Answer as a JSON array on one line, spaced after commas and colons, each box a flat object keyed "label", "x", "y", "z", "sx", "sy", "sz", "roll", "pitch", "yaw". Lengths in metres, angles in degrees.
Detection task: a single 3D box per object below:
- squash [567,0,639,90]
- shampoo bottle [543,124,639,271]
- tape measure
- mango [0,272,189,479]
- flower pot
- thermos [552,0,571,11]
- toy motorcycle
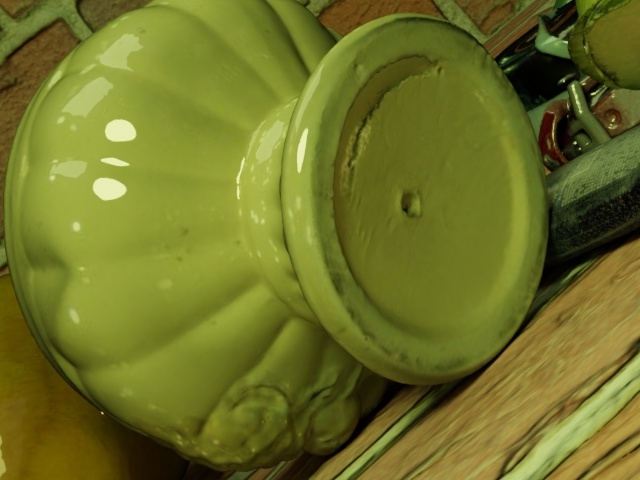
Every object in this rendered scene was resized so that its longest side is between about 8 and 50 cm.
[{"label": "squash", "x": 0.237, "y": -0.171, "z": 1.040, "sx": 0.220, "sy": 0.133, "sz": 0.220, "roll": -13, "pitch": -12, "yaw": -3}, {"label": "shampoo bottle", "x": 0.169, "y": -0.025, "z": 1.152, "sx": 0.087, "sy": 0.049, "sz": 0.233, "roll": -48, "pitch": 9, "yaw": -31}, {"label": "tape measure", "x": 0.227, "y": -0.151, "z": 1.524, "sx": 0.181, "sy": 0.107, "sz": 0.182, "roll": -31, "pitch": 9, "yaw": 40}, {"label": "mango", "x": -0.228, "y": 0.165, "z": 1.377, "sx": 0.300, "sy": 0.232, "sz": 0.446, "roll": -35, "pitch": 13, "yaw": 2}, {"label": "flower pot", "x": -0.016, "y": -0.012, "z": 1.139, "sx": 0.244, "sy": 0.307, "sz": 0.307, "roll": -6, "pitch": 29, "yaw": 47}, {"label": "thermos", "x": 0.268, "y": -0.239, "z": 1.759, "sx": 0.073, "sy": 0.083, "sz": 0.188, "roll": 62, "pitch": -132, "yaw": -76}, {"label": "toy motorcycle", "x": 0.227, "y": -0.110, "z": 1.291, "sx": 0.213, "sy": 0.082, "sz": 0.122, "roll": -37, "pitch": 5, "yaw": 35}]
